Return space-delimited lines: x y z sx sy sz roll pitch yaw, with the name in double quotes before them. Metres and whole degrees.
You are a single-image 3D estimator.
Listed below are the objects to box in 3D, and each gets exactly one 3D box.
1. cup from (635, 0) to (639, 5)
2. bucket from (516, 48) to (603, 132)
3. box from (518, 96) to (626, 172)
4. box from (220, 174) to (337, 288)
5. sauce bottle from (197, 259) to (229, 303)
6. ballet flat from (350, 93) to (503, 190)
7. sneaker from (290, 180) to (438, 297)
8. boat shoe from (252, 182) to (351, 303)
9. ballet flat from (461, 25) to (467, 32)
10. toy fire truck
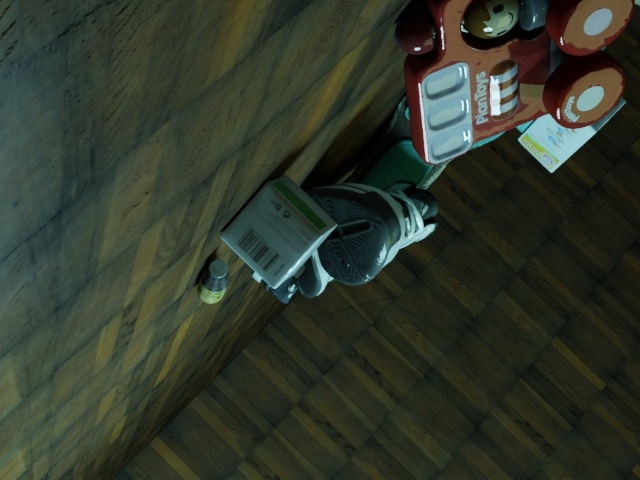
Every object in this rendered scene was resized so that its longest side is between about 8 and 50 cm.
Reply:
"cup" 0.675 -0.535 1.984 0.331 0.237 0.331 -44 -162 18
"bucket" 0.426 -0.365 2.216 0.281 0.183 0.281 -44 175 -5
"box" 0.509 -0.243 2.233 0.114 0.103 0.203 -43 175 -25
"box" -0.053 -0.013 1.418 0.102 0.101 0.087 -47 176 17
"sauce bottle" -0.150 0.056 1.539 0.042 0.042 0.128 -45 173 -19
"ballet flat" 0.200 -0.212 1.890 0.483 0.164 0.182 -43 -158 57
"sneaker" 0.093 -0.047 1.784 0.257 0.169 0.447 -30 180 -18
"boat shoe" 0.000 0.000 2.110 0.302 0.091 0.114 -44 176 -19
"ballet flat" 0.224 -0.290 1.521 0.139 0.139 0.400 -43 171 -38
"toy fire truck" 0.215 -0.235 1.303 0.254 0.169 0.302 -24 143 -8
